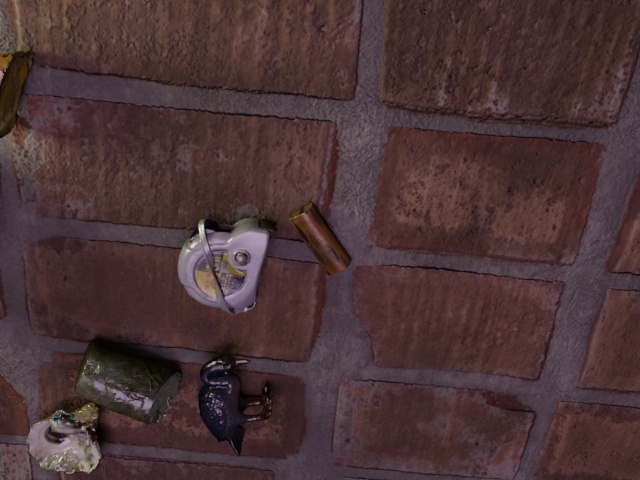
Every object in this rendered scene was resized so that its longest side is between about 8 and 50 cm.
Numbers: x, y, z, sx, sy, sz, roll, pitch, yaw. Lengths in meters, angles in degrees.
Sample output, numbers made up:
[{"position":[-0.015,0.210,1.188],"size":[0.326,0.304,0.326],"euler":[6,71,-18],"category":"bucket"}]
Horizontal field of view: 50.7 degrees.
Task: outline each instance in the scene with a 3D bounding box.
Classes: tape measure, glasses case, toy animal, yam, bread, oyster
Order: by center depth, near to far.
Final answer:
[{"position":[-0.645,-0.288,1.356],"size":[0.169,0.140,0.160],"euler":[-13,109,8],"category":"bread"},{"position":[-0.219,0.054,1.513],"size":[0.197,0.120,0.236],"euler":[11,112,-10],"category":"tape measure"},{"position":[0.000,0.000,1.522],"size":[0.064,0.041,0.170],"euler":[-28,113,16],"category":"glasses case"},{"position":[-0.477,0.350,1.653],"size":[0.254,0.154,0.154],"euler":[24,115,-8],"category":"yam"},{"position":[-0.219,0.412,1.694],"size":[0.185,0.122,0.298],"euler":[6,124,-12],"category":"toy animal"},{"position":[-0.674,0.529,1.791],"size":[0.223,0.083,0.214],"euler":[1,113,8],"category":"oyster"}]
